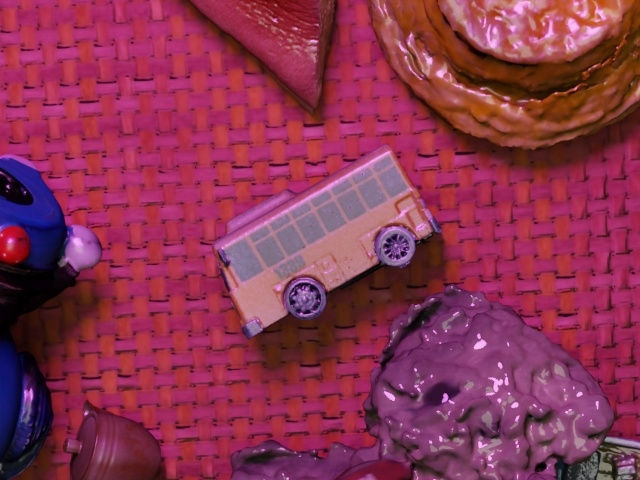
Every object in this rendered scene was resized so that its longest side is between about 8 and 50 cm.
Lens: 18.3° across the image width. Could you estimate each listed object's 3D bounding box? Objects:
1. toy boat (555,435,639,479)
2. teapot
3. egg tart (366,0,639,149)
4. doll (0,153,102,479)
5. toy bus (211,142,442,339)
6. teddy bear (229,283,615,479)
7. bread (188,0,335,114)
[{"bbox_3d":[0.241,0.197,1.647,0.173,0.059,0.069,12,95,2],"label":"toy boat"},{"bbox_3d":[-0.187,0.189,1.679,0.080,0.085,0.110,16,126,-21],"label":"teapot"},{"bbox_3d":[0.166,-0.216,1.586,0.294,0.123,0.294,0,97,3],"label":"egg tart"},{"bbox_3d":[-0.333,0.079,1.578,0.284,0.240,0.310,25,103,-28],"label":"doll"},{"bbox_3d":[0.000,0.000,1.628,0.182,0.091,0.103,-30,91,3],"label":"toy bus"},{"bbox_3d":[0.065,0.202,1.575,0.357,0.224,0.367,7,78,33],"label":"teddy bear"},{"bbox_3d":[-0.042,-0.203,1.619,0.192,0.067,0.119,44,120,-3],"label":"bread"}]
